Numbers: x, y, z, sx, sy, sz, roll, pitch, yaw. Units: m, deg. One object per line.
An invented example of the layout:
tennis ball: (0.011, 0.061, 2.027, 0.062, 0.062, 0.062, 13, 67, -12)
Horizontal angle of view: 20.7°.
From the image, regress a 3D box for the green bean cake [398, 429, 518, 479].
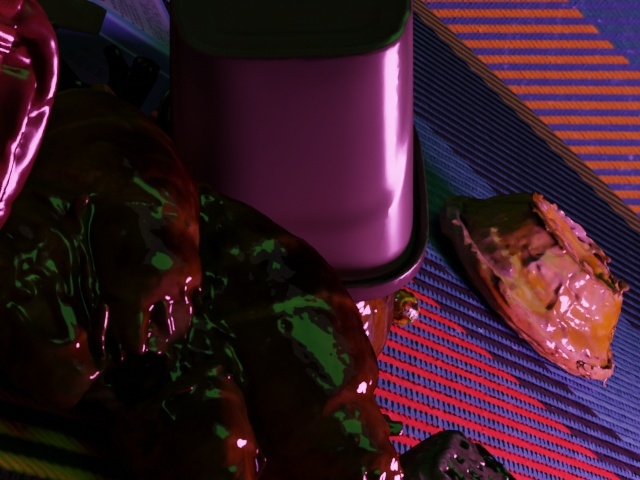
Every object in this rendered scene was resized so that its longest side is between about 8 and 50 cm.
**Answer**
green bean cake: (0.114, 0.236, 1.338, 0.181, 0.094, 0.173, 49, 16, 5)

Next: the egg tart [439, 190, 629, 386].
egg tart: (0.280, 0.035, 2.173, 0.315, 0.120, 0.315, 42, 16, -15)

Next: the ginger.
ginger: (-0.091, 0.054, 1.166, 0.357, 0.152, 0.274, 41, 17, -13)

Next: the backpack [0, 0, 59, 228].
backpack: (-0.248, -0.079, 0.976, 0.229, 0.229, 0.139, 33, 2, -38)

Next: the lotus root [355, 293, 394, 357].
lotus root: (0.002, -0.005, 1.552, 0.210, 0.142, 0.314, 37, 20, -31)

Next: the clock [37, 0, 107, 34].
clock: (-0.280, -0.212, 1.360, 0.235, 0.029, 0.235, 20, 8, -3)

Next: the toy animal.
toy animal: (-0.239, -0.139, 1.372, 0.210, 0.121, 0.117, 32, 2, -22)

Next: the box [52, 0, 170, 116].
box: (-0.220, -0.228, 1.633, 0.143, 0.083, 0.232, 32, 23, -40)

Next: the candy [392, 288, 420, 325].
candy: (0.063, 0.045, 1.788, 0.123, 0.035, 0.035, 50, -29, 46)

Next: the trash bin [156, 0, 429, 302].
trash bin: (-0.021, -0.111, 1.334, 0.250, 0.219, 0.219, 92, -5, -51)
